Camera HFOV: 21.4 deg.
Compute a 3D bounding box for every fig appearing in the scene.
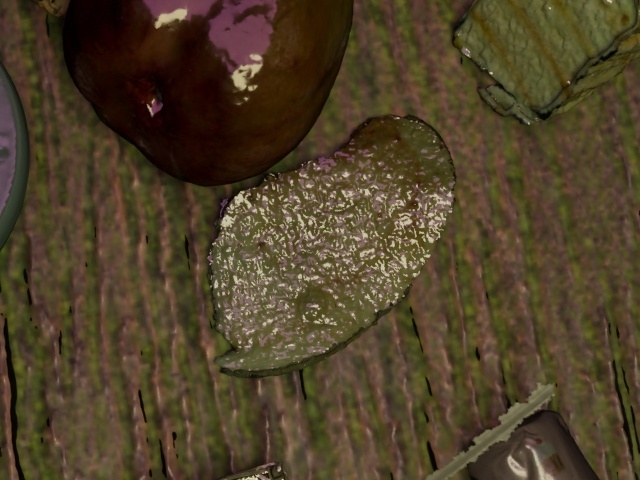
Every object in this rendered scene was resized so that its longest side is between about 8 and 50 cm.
[{"bbox_3d":[-0.031,-0.161,1.085,0.170,0.145,0.274,44,65,4],"label":"fig"}]

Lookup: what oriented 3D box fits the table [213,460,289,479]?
[{"bbox_3d":[-0.051,0.175,1.029,0.079,0.083,0.062,-18,80,-8],"label":"table"}]

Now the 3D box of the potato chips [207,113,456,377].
[{"bbox_3d":[0.000,0.000,1.102,0.142,0.026,0.209,24,79,-3],"label":"potato chips"}]

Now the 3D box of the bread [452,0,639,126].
[{"bbox_3d":[0.175,-0.153,1.115,0.110,0.156,0.103,-30,88,-42],"label":"bread"}]

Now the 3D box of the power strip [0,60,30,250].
[{"bbox_3d":[-0.283,-0.081,1.081,0.167,0.054,0.253,-34,83,-13],"label":"power strip"}]

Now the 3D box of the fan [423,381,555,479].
[{"bbox_3d":[0.009,0.187,0.988,0.329,0.009,0.191,-37,121,5],"label":"fan"}]

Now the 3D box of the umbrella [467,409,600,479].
[{"bbox_3d":[0.202,0.259,1.039,0.073,0.067,0.337,-21,77,-51],"label":"umbrella"}]

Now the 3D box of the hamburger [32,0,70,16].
[{"bbox_3d":[-0.143,-0.274,1.108,0.131,0.124,0.262,22,72,22],"label":"hamburger"}]
